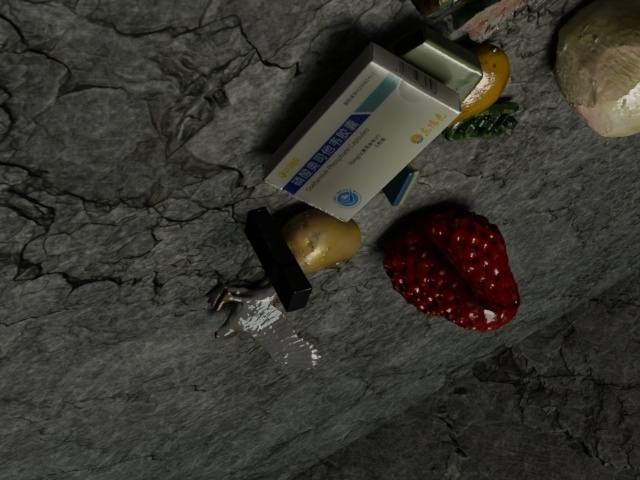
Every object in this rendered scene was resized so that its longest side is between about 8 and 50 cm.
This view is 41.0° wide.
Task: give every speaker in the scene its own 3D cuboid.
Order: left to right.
[{"bbox_3d":[-0.091,0.038,1.782,0.044,0.218,0.082,-18,152,-25],"label":"speaker"}]

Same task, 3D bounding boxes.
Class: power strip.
[{"bbox_3d":[0.179,-0.133,1.929,0.032,0.056,0.123,-15,150,-28],"label":"power strip"}]

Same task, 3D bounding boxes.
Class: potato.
[{"bbox_3d":[0.000,0.000,1.896,0.150,0.146,0.234,4,-173,31],"label":"potato"}]

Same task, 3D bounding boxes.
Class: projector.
[{"bbox_3d":[0.147,-0.272,1.591,0.194,0.088,0.269,22,131,-27],"label":"projector"}]

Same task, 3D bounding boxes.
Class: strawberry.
[{"bbox_3d":[0.347,0.095,2.161,0.295,0.345,0.317,-44,149,23],"label":"strawberry"}]

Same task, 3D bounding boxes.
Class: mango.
[{"bbox_3d":[0.276,-0.294,1.696,0.227,0.109,0.147,-40,154,22],"label":"mango"}]

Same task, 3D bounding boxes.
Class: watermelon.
[{"bbox_3d":[0.295,-0.417,1.561,0.187,0.071,0.139,-29,161,-20],"label":"watermelon"}]

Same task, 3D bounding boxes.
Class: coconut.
[{"bbox_3d":[0.644,-0.357,1.788,0.297,0.254,0.297,-24,154,-13],"label":"coconut"}]

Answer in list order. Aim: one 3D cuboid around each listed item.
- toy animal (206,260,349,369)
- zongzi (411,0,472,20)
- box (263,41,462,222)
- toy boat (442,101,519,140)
[{"bbox_3d":[-0.111,0.137,2.039,0.302,0.225,0.284,11,114,-36],"label":"toy animal"},{"bbox_3d":[0.212,-0.473,1.344,0.221,0.112,0.242,-35,144,12],"label":"zongzi"},{"bbox_3d":[0.069,-0.185,1.564,0.200,0.065,0.343,25,133,-24],"label":"box"},{"bbox_3d":[0.349,-0.260,1.884,0.210,0.052,0.104,-10,149,-34],"label":"toy boat"}]
